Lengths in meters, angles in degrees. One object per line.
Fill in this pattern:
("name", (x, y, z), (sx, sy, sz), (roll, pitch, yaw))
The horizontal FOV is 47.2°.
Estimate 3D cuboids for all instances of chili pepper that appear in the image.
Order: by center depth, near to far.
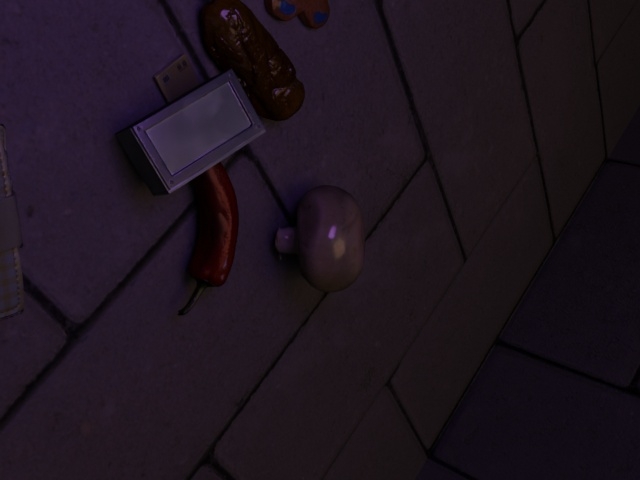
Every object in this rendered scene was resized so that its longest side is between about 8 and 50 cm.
("chili pepper", (-0.227, -0.040, 1.435), (0.137, 0.092, 0.368), (-8, 105, -29))

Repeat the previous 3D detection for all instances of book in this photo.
("book", (-0.254, -0.276, 1.344), (0.077, 0.014, 0.111), (-47, 136, -26))

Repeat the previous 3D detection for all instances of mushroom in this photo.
("mushroom", (0.000, 0.000, 1.637), (0.246, 0.203, 0.245), (176, -90, -89))

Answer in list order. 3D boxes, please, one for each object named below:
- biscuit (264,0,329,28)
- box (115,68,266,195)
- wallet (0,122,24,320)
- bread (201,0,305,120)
("biscuit", (-0.030, -0.597, 1.462), (0.206, 0.049, 0.323), (-8, 109, -48))
("box", (-0.226, -0.192, 1.301), (0.225, 0.086, 0.129), (-38, 109, -27))
("wallet", (-0.544, -0.015, 1.059), (0.223, 0.077, 0.309), (-15, 115, -43))
("bread", (-0.132, -0.358, 1.402), (0.124, 0.084, 0.344), (-58, 140, -17))
